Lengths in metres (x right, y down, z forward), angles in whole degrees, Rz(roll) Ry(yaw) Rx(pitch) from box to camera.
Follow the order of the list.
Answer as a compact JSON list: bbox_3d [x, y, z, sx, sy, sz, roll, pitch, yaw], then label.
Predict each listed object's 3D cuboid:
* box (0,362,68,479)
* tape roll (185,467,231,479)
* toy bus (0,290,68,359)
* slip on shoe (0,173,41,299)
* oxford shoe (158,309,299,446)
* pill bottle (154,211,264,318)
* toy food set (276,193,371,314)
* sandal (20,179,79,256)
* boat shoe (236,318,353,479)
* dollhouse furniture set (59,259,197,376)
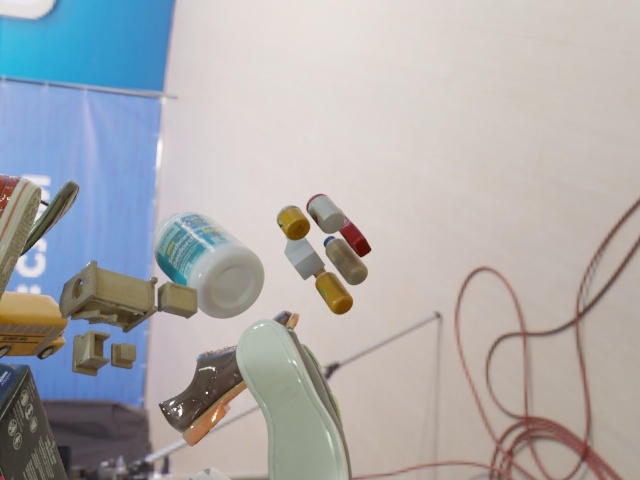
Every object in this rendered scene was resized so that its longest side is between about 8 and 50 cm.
[{"bbox_3d":[-0.376,0.272,0.963,0.163,0.142,0.247,-74,-18,-56],"label":"box"},{"bbox_3d":[-0.272,0.562,1.515,0.072,0.392,0.392,34,128,16],"label":"tape roll"},{"bbox_3d":[-0.690,0.190,2.041,0.130,0.333,0.108,-46,73,7],"label":"toy bus"},{"bbox_3d":[-0.489,0.057,1.210,0.123,0.101,0.331,129,163,-77],"label":"slip on shoe"},{"bbox_3d":[-0.193,0.269,1.935,0.363,0.133,0.130,-46,-3,-10],"label":"oxford shoe"},{"bbox_3d":[-0.229,0.035,1.736,0.264,0.146,0.146,34,118,49],"label":"pill bottle"},{"bbox_3d":[0.000,0.000,1.361,0.104,0.111,0.232,52,179,44],"label":"toy food set"},{"bbox_3d":[-0.535,-0.016,1.534,0.303,0.086,0.120,-31,17,21],"label":"sandal"},{"bbox_3d":[-0.019,0.242,1.153,0.109,0.091,0.305,-32,57,15],"label":"boat shoe"},{"bbox_3d":[-0.287,0.141,1.340,0.101,0.182,0.161,-33,50,39],"label":"dollhouse furniture set"}]
